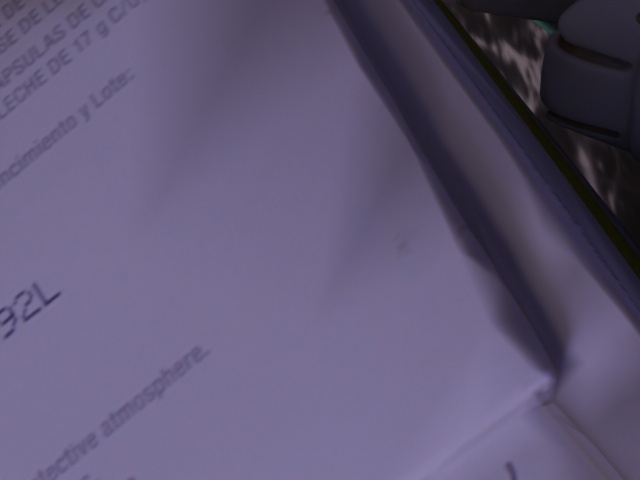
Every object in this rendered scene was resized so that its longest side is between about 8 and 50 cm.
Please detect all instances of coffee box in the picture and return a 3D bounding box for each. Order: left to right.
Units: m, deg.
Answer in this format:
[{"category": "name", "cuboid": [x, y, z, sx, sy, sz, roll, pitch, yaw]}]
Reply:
[{"category": "coffee box", "cuboid": [-0.004, 0.158, 0.550, 0.338, 0.338, 0.334, 57, -170, 34]}]

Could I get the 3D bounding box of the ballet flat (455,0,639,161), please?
[{"category": "ballet flat", "cuboid": [0.090, -0.071, 0.587, 0.247, 0.087, 0.083, 53, 157, 44]}]
